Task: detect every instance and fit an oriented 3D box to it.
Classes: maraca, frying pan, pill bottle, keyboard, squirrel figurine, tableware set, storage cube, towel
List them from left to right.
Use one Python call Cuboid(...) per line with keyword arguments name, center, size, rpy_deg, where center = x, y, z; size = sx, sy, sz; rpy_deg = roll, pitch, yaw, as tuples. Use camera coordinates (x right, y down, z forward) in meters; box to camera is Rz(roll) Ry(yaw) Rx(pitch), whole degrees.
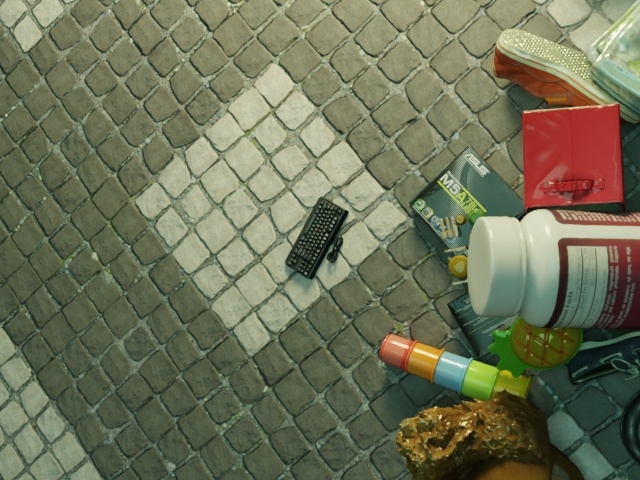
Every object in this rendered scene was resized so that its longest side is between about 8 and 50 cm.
Cuboid(name="keyboard", center=(0.000, 0.000, 1.919), size=(0.108, 0.023, 0.180), rpy_deg=(31, 99, 17))
Cuboid(name="squirrel figurine", center=(0.297, 0.496, 1.686), size=(0.371, 0.281, 0.396), rpy_deg=(-20, 94, 32))
Cuboid(name="tableware set", center=(0.312, 0.015, 1.771), size=(0.104, 0.024, 0.154), rpy_deg=(-13, 85, 15))
Cuboid(name="maraca", center=(0.429, 0.202, 1.687), size=(0.186, 0.099, 0.127), rpy_deg=(-26, 89, 16))
Cuboid(name="storage cube", center=(0.497, -0.144, 1.660), size=(0.184, 0.215, 0.193), rpy_deg=(-3, 81, 19))
Cuboid(name="pill bottle", center=(0.489, 0.054, 1.583), size=(0.393, 0.224, 0.223), rpy_deg=(2, 89, -3))
Cuboid(name="frying pan", center=(0.742, 0.338, 1.648), size=(0.326, 0.053, 0.197), rpy_deg=(-40, 77, 17))
Cuboid(name="towel", center=(0.739, -0.340, 1.599), size=(0.374, 0.090, 0.320), rpy_deg=(42, 83, 15))

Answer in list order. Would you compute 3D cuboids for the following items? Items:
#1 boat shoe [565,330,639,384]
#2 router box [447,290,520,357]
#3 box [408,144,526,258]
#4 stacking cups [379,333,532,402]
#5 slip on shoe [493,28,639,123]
Cuboid(name="boat shoe", center=(0.585, 0.226, 1.630), size=(0.255, 0.095, 0.079), rpy_deg=(-21, 58, 42))
Cuboid(name="router box", center=(0.376, 0.147, 1.774), size=(0.179, 0.046, 0.133), rpy_deg=(-31, 81, 15))
Cuboid(name="box", center=(0.316, -0.073, 1.802), size=(0.184, 0.045, 0.190), rpy_deg=(-44, 77, 16))
Cuboid(name="stacking cups", center=(0.280, 0.271, 1.781), size=(0.316, 0.096, 0.096), rpy_deg=(20, 95, 19))
Cuboid(name="slip on shoe", center=(0.504, -0.320, 1.724), size=(0.331, 0.123, 0.101), rpy_deg=(27, 136, 10))
